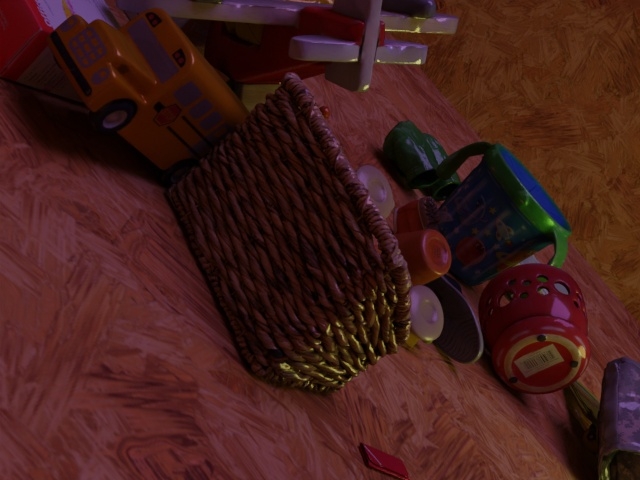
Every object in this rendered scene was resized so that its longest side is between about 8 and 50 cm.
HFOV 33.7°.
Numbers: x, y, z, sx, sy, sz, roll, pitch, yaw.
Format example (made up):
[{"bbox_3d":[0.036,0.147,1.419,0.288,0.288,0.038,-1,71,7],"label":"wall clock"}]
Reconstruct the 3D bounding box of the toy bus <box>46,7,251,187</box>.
[{"bbox_3d":[-0.178,-0.159,1.229,0.108,0.130,0.333,57,4,23],"label":"toy bus"}]

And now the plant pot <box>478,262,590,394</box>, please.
[{"bbox_3d":[0.380,0.164,1.861,0.191,0.191,0.174,41,27,-25],"label":"plant pot"}]

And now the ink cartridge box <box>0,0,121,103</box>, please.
[{"bbox_3d":[-0.318,-0.241,1.198,0.134,0.078,0.231,56,20,21],"label":"ink cartridge box"}]

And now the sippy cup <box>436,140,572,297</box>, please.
[{"bbox_3d":[0.336,-0.035,2.091,0.240,0.224,0.305,44,19,-19],"label":"sippy cup"}]

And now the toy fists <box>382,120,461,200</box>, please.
[{"bbox_3d":[0.218,-0.174,2.311,0.279,0.096,0.142,16,47,-62],"label":"toy fists"}]

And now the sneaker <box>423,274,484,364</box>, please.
[{"bbox_3d":[0.220,0.115,1.741,0.118,0.083,0.222,26,28,-52],"label":"sneaker"}]

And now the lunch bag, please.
[{"bbox_3d":[0.580,0.373,1.865,0.287,0.169,0.235,46,36,-17],"label":"lunch bag"}]

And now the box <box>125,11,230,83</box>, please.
[{"bbox_3d":[-0.119,-0.432,1.622,0.168,0.345,0.215,56,20,20],"label":"box"}]

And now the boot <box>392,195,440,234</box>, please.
[{"bbox_3d":[0.176,0.006,1.900,0.059,0.084,0.158,0,79,-55],"label":"boot"}]

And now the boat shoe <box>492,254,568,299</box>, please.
[{"bbox_3d":[0.467,0.110,2.321,0.302,0.091,0.114,49,37,-8],"label":"boat shoe"}]

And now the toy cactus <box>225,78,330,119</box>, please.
[{"bbox_3d":[-0.080,-0.214,1.697,0.219,0.112,0.180,22,21,-36],"label":"toy cactus"}]

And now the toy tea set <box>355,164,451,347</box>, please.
[{"bbox_3d":[0.061,0.012,1.590,0.336,0.124,0.200,44,48,-26],"label":"toy tea set"}]

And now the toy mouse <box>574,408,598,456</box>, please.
[{"bbox_3d":[0.541,0.402,2.002,0.143,0.031,0.161,24,29,-52],"label":"toy mouse"}]

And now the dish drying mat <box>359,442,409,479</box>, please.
[{"bbox_3d":[0.075,0.258,1.231,0.083,0.008,0.032,31,24,-44],"label":"dish drying mat"}]

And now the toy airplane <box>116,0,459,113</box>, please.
[{"bbox_3d":[-0.029,-0.310,1.397,0.386,0.384,0.273,0,87,-75],"label":"toy airplane"}]

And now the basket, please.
[{"bbox_3d":[0.002,0.000,1.236,0.213,0.223,0.299,25,29,-52],"label":"basket"}]

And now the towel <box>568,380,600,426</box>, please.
[{"bbox_3d":[0.539,0.330,2.092,0.102,0.021,0.237,41,10,-6],"label":"towel"}]
